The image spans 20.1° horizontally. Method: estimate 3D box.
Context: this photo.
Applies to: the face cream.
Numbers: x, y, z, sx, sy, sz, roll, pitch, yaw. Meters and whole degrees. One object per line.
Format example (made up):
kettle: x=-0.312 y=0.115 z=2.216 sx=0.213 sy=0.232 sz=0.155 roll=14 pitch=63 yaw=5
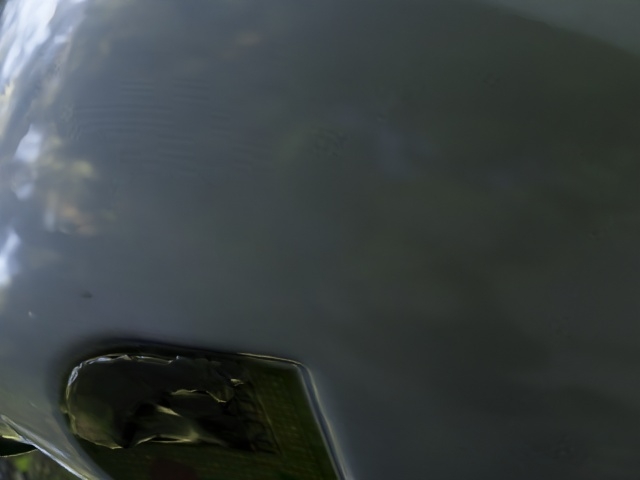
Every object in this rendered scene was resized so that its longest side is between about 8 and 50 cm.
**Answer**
face cream: x=0.000 y=0.000 z=0.685 sx=0.219 sy=0.357 sz=0.312 roll=-62 pitch=-33 yaw=-35
